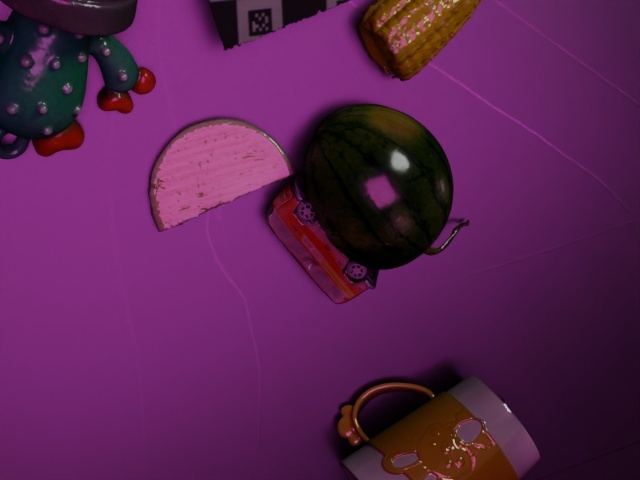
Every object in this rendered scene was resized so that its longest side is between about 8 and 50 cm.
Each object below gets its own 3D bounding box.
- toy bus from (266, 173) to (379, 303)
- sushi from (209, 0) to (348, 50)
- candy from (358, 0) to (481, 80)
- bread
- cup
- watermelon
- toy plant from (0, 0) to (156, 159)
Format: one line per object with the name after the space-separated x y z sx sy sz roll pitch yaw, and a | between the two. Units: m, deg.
0.000 0.000 1.848 0.077 0.079 0.174 -36 103 22 | toy bus
-0.046 -0.444 1.761 0.320 0.069 0.339 -28 117 -21 | sushi
0.144 -0.302 1.824 0.199 0.094 0.106 -42 137 -7 | candy
-0.142 -0.098 1.835 0.193 0.036 0.112 -24 96 -2 | bread
0.141 0.281 1.881 0.226 0.185 0.241 -37 71 -8 | cup
0.092 -0.072 1.803 0.204 0.127 0.232 -40 98 -34 | watermelon
-0.322 -0.271 1.688 0.185 0.279 0.400 35 121 19 | toy plant
